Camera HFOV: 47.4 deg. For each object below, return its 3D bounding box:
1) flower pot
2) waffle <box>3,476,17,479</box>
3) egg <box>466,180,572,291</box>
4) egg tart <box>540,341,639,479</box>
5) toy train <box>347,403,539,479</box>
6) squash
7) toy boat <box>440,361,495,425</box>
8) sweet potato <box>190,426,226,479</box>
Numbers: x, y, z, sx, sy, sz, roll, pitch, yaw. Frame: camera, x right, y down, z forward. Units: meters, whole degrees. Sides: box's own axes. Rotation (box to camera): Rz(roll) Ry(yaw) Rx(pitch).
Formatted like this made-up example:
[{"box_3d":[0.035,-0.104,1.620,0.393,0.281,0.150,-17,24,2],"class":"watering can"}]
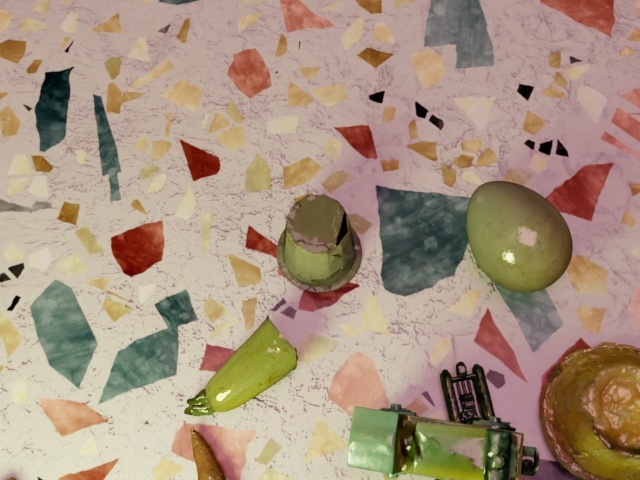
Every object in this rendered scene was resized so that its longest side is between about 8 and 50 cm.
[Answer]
[{"box_3d":[0.000,0.000,1.707,0.212,0.202,0.212,1,72,-2],"class":"flower pot"},{"box_3d":[-0.658,0.657,1.540,0.168,0.057,0.274,-38,73,-13],"class":"waffle"},{"box_3d":[0.449,-0.018,1.692,0.218,0.218,0.295,-24,62,-8],"class":"egg"},{"box_3d":[0.661,0.375,1.586,0.345,0.132,0.345,0,67,1],"class":"egg tart"},{"box_3d":[0.239,0.422,1.479,0.397,0.253,0.160,5,77,16],"class":"toy train"},{"box_3d":[-0.174,0.318,1.645,0.287,0.137,0.137,-45,74,-2],"class":"squash"},{"box_3d":[0.335,0.376,1.631,0.104,0.052,0.210,-8,69,-4],"class":"toy boat"},{"box_3d":[-0.221,0.549,1.566,0.072,0.066,0.314,-29,68,24],"class":"sweet potato"}]
